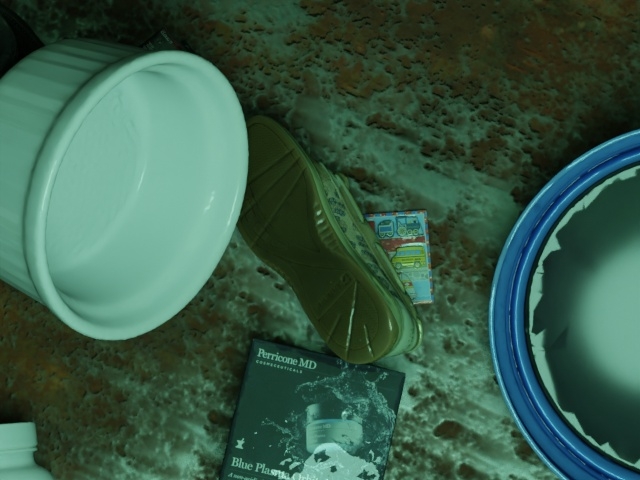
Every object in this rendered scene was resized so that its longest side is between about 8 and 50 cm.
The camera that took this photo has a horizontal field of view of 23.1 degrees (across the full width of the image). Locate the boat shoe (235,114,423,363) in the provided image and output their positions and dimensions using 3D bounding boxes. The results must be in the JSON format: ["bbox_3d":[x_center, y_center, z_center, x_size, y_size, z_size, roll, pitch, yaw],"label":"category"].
[{"bbox_3d":[0.000,0.000,1.551,0.104,0.089,0.285,-40,68,27],"label":"boat shoe"}]

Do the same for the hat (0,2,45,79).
[{"bbox_3d":[-0.358,-0.144,1.479,0.331,0.134,0.331,14,61,-26],"label":"hat"}]

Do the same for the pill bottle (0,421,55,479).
[{"bbox_3d":[-0.311,0.286,1.499,0.121,0.121,0.216,-6,83,-2],"label":"pill bottle"}]

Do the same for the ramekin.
[{"bbox_3d":[-0.206,-0.058,1.468,0.135,0.277,0.277,21,82,33],"label":"ramekin"}]

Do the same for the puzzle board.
[{"bbox_3d":[0.049,0.021,1.593,0.128,0.011,0.096,-4,83,-1],"label":"puzzle board"}]

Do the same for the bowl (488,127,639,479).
[{"bbox_3d":[0.359,0.079,1.509,0.391,0.077,0.391,1,95,11],"label":"bowl"}]

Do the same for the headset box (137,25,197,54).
[{"bbox_3d":[-0.166,-0.173,1.603,0.083,0.032,0.062,-40,86,-6],"label":"headset box"}]

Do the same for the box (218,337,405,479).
[{"bbox_3d":[-0.010,0.190,1.530,0.156,0.093,0.158,13,82,1],"label":"box"}]
